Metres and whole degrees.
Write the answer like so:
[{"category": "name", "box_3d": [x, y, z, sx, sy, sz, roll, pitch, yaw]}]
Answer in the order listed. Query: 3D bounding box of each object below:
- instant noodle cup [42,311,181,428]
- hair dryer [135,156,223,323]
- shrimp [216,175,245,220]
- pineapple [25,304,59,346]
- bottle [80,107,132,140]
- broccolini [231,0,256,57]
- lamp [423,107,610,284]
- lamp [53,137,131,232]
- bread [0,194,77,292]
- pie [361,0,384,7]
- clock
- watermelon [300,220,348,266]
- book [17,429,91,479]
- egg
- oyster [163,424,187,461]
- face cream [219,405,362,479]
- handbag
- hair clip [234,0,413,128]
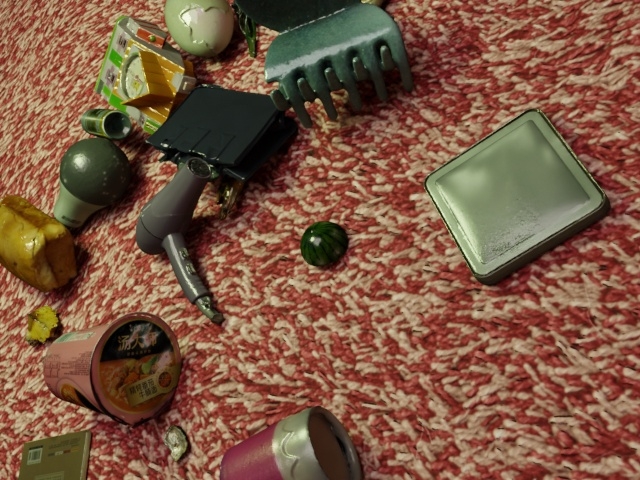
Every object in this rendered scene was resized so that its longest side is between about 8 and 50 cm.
[{"category": "instant noodle cup", "box_3d": [-0.474, 0.279, 1.646, 0.255, 0.244, 0.244, -8, 62, 40]}, {"category": "hair dryer", "box_3d": [-0.290, 0.024, 1.695, 0.301, 0.121, 0.361, -47, 62, 40]}, {"category": "shrimp", "box_3d": [-0.225, -0.116, 1.774, 0.095, 0.045, 0.162, 0, 61, 35]}, {"category": "pineapple", "box_3d": [-0.733, 0.230, 1.929, 0.114, 0.077, 0.114, -58, 44, 13]}, {"category": "bottle", "box_3d": [-0.593, -0.322, 2.051, 0.082, 0.082, 0.286, -60, 30, -6]}, {"category": "broccolini", "box_3d": [-0.194, -0.575, 1.984, 0.074, 0.058, 0.201, -28, 53, 28]}, {"category": "lamp", "box_3d": [0.350, -0.086, 1.371, 0.266, 0.047, 0.269, -34, 52, 16]}, {"category": "lamp", "box_3d": [-0.615, -0.126, 2.000, 0.182, 0.182, 0.314, 50, 130, 40]}, {"category": "bread", "box_3d": [-0.794, 0.010, 2.002, 0.344, 0.149, 0.195, 24, 124, 40]}, {"category": "pie", "box_3d": [0.043, -0.631, 1.842, 0.337, 0.075, 0.337, -15, 58, 27]}, {"category": "clock", "box_3d": [-0.454, -0.427, 1.986, 0.309, 0.166, 0.235, 42, 117, 36]}, {"category": "watermelon", "box_3d": [0.000, 0.000, 1.553, 0.105, 0.062, 0.105, -16, 51, 21]}, {"category": "book", "box_3d": [-0.618, 0.600, 1.690, 0.217, 0.021, 0.310, -17, 58, 26]}, {"category": "egg", "box_3d": [-0.319, -0.582, 1.996, 0.183, 0.183, 0.217, -31, 66, 17]}, {"category": "oyster", "box_3d": [-0.302, 0.421, 1.569, 0.054, 0.019, 0.083, -44, 52, 9]}, {"category": "face cream", "box_3d": [-0.050, 0.404, 1.304, 0.195, 0.175, 0.175, -31, 53, 17]}, {"category": "handbag", "box_3d": [-0.244, -0.241, 1.786, 0.326, 0.118, 0.269, 17, 57, 40]}, {"category": "hair clip", "box_3d": [0.023, -0.411, 1.610, 0.318, 0.392, 0.238, -18, 67, 7]}]
